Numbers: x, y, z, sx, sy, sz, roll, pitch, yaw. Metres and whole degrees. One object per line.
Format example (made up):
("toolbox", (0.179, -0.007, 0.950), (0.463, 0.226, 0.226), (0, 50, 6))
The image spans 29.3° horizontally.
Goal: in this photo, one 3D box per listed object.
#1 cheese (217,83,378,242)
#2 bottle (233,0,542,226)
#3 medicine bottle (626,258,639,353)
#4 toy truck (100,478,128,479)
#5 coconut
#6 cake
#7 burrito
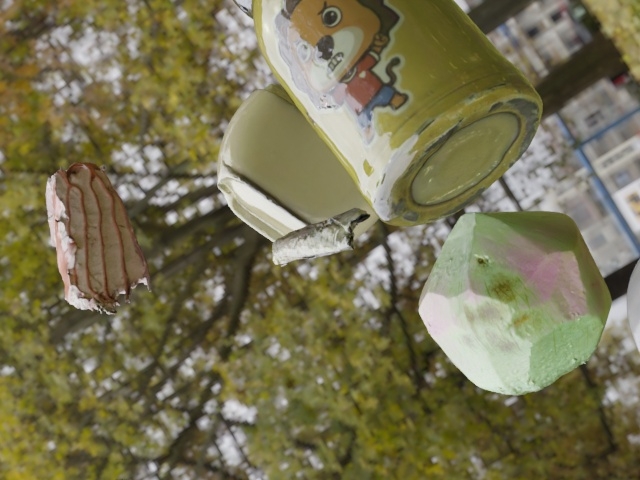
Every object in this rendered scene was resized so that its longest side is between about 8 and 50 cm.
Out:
("cheese", (-0.019, -0.111, 1.820), (0.266, 0.233, 0.127), (33, 162, 3))
("bottle", (0.026, -0.189, 1.093), (0.351, 0.171, 0.171), (53, -164, 25))
("medicine bottle", (0.361, -0.025, 0.802), (0.208, 0.340, 0.208), (8, -130, -10))
("toy truck", (-0.260, 0.309, 1.410), (0.077, 0.111, 0.076), (18, -109, -23))
("coconut", (0.237, 0.060, 1.492), (0.236, 0.236, 0.204), (53, -134, -13))
("cake", (-0.297, -0.002, 1.585), (0.098, 0.135, 0.287), (-6, -148, -24))
("burrito", (-0.001, -0.002, 1.439), (0.042, 0.171, 0.051), (50, -122, -20))
